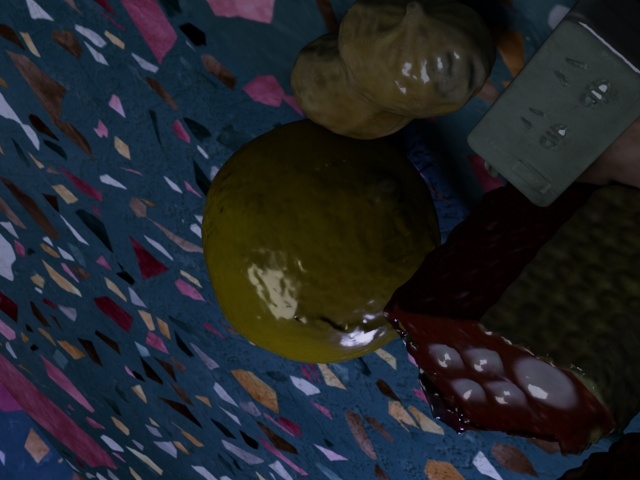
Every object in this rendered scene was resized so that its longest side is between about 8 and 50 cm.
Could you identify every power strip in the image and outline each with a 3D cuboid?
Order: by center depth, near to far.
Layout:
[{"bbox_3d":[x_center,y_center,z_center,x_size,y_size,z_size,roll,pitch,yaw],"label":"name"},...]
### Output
[{"bbox_3d":[0.189,-0.100,1.272,0.093,0.053,0.288,41,154,3],"label":"power strip"}]

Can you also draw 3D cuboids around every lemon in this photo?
[{"bbox_3d":[-0.001,-0.001,1.504,0.228,0.228,0.253,46,179,-8],"label":"lemon"}]

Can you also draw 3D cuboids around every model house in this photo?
[{"bbox_3d":[0.211,0.063,1.332,0.254,0.196,0.160,1,131,55],"label":"model house"}]

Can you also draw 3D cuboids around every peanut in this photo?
[{"bbox_3d":[0.055,-0.145,1.346,0.117,0.101,0.263,67,156,-1],"label":"peanut"}]

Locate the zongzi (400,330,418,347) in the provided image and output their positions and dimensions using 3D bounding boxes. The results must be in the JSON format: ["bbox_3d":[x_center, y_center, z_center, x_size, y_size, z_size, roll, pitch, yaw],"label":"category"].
[{"bbox_3d":[0.095,0.060,1.680,0.113,0.052,0.104,59,160,-3],"label":"zongzi"}]

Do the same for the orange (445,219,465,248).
[{"bbox_3d":[0.153,0.018,1.492,0.083,0.070,0.083,37,145,31],"label":"orange"}]

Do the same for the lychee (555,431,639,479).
[{"bbox_3d":[0.301,0.332,1.220,0.500,0.424,0.424,29,152,29],"label":"lychee"}]
